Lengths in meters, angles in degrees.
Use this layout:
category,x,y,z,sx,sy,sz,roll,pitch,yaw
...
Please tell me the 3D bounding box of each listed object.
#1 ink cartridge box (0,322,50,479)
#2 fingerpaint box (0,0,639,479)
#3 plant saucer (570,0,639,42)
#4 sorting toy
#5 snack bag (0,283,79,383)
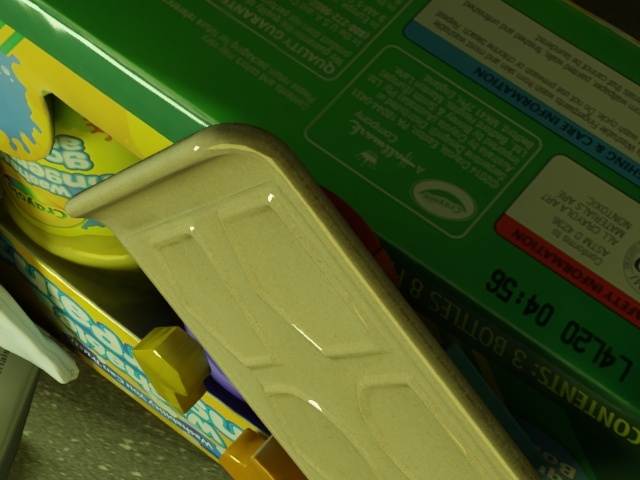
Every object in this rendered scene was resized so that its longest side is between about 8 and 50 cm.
category,x,y,z,sx,sy,sz,roll,pitch,yaw
ink cartridge box,-0.421,0.120,1.316,0.385,0.160,0.279,20,151,-5
fingerpaint box,0.000,0.000,0.906,0.445,0.163,0.371,35,155,16
plant saucer,0.183,-0.081,0.941,0.311,0.050,0.310,13,150,7
sorting toy,-0.013,0.051,0.777,0.229,0.041,0.307,48,159,-11
snack bag,-0.300,-0.059,1.015,0.323,0.037,0.342,25,159,34
